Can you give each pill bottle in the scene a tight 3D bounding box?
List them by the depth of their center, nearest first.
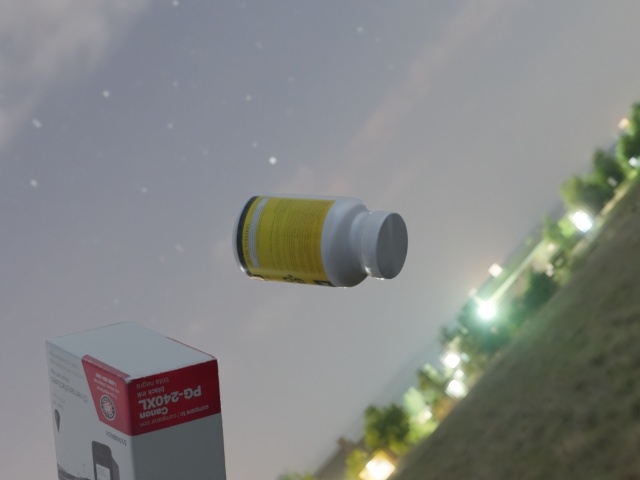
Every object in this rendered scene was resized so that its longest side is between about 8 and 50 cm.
[{"bbox_3d":[0.000,0.000,1.441,0.103,0.184,0.103,-11,-77,-58],"label":"pill bottle"}]

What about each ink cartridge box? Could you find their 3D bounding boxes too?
[{"bbox_3d":[-0.109,0.135,0.768,0.063,0.150,0.109,-11,15,-35],"label":"ink cartridge box"}]
